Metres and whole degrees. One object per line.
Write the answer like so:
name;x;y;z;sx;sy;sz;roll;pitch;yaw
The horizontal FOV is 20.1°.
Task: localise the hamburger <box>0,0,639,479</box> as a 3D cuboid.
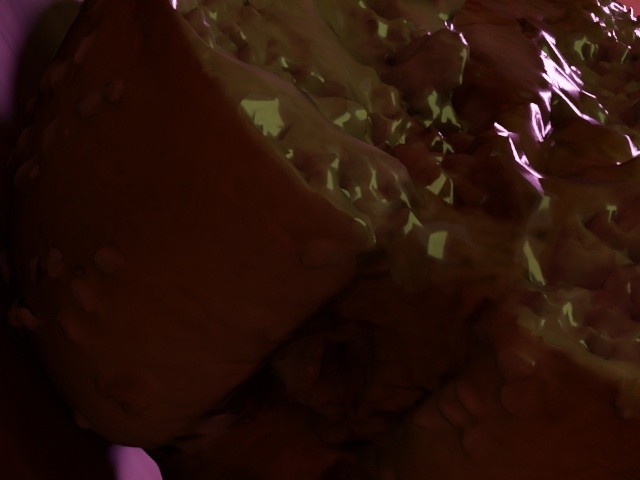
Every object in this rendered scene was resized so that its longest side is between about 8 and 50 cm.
hamburger;0.000;0.000;0.775;0.268;0.287;0.445;29;22;-8
